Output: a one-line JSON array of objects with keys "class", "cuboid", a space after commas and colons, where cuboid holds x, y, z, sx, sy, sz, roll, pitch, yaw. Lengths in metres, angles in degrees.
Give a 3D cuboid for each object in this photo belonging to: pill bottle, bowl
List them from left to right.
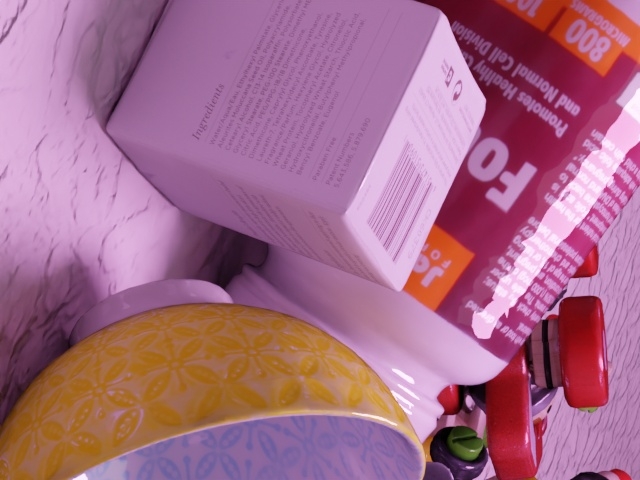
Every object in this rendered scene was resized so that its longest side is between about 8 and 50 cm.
[{"class": "bowl", "cuboid": [-0.091, 0.120, 1.273, 0.289, 0.289, 0.156, 68, 3, -59]}, {"class": "pill bottle", "cuboid": [0.096, -0.035, 1.460, 0.392, 0.224, 0.224, -54, 158, 0]}]

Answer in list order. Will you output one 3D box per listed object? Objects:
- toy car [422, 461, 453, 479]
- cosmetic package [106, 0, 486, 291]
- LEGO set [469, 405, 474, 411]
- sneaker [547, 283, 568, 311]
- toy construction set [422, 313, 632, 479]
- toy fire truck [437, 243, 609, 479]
[{"class": "toy car", "cuboid": [0.012, 0.205, 1.590, 0.149, 0.188, 0.155, -25, 130, -61]}, {"class": "cosmetic package", "cuboid": [-0.013, -0.082, 1.297, 0.151, 0.184, 0.151, -64, 158, -13]}, {"class": "LEGO set", "cuboid": [0.189, 0.158, 2.210, 0.083, 0.023, 0.054, -52, 153, -10]}, {"class": "sneaker", "cuboid": [0.251, 0.030, 2.185, 0.170, 0.063, 0.074, 70, 38, -65]}, {"class": "toy construction set", "cuboid": [0.180, 0.245, 2.049, 0.237, 0.257, 0.309, -64, 174, 34]}, {"class": "toy fire truck", "cuboid": [0.183, 0.080, 1.824, 0.254, 0.169, 0.302, 62, 26, -64]}]
